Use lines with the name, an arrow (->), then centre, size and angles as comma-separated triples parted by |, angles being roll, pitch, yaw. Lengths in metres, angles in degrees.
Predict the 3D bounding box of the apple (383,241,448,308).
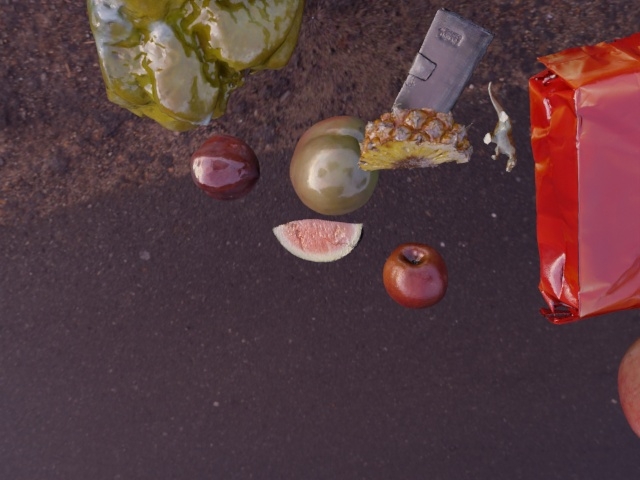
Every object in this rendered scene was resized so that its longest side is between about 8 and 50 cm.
apple -> 0.321, 0.120, 1.709 | 0.218, 0.218, 0.201 | -8, 133, 3

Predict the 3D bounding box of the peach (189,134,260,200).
peach -> -0.205, -0.153, 1.118 | 0.152, 0.152, 0.152 | 0, 114, -1

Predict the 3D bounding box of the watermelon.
watermelon -> 0.002, -0.005, 1.282 | 0.245, 0.063, 0.119 | 0, 120, 23

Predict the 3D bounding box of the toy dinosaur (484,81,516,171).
toy dinosaur -> 0.469, -0.282, 1.272 | 0.057, 0.142, 0.212 | 8, 98, 40

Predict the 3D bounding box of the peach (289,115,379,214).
peach -> 0.037, -0.213, 1.462 | 0.292, 0.292, 0.247 | -43, 147, 16

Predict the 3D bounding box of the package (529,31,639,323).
package -> 0.400, -0.057, 0.690 | 0.196, 0.123, 0.424 | -13, 113, -4

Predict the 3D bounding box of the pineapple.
pineapple -> 0.160, -0.193, 0.936 | 0.233, 0.135, 0.080 | -1, 71, 25

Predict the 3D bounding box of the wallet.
wallet -> 0.333, -0.465, 1.422 | 0.169, 0.044, 0.317 | 31, 127, 7

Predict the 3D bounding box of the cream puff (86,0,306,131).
cream puff -> -0.165, -0.332, 0.678 | 0.275, 0.378, 0.378 | -7, 115, -20

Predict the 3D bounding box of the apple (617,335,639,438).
apple -> 0.793, 0.290, 1.007 | 0.344, 0.345, 0.269 | 3, 133, -2
